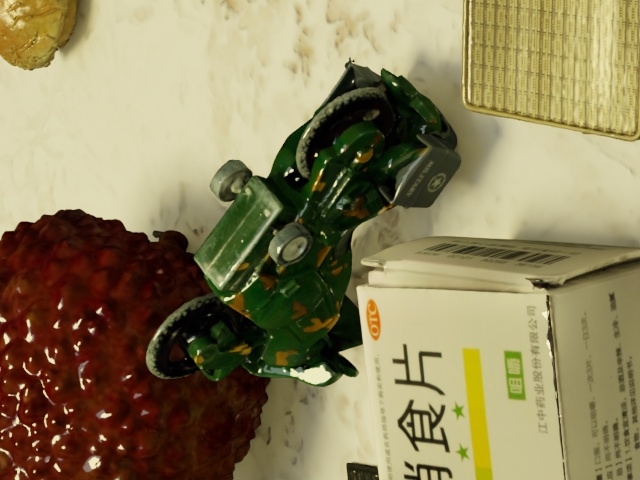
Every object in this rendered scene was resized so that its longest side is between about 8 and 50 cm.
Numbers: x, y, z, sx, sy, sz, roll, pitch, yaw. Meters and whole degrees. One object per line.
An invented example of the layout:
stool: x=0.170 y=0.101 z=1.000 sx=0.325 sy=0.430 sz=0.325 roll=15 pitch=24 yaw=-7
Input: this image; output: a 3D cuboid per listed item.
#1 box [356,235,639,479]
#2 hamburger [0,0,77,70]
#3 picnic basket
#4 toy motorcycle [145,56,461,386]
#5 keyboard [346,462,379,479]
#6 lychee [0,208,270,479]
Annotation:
box: x=0.143 y=0.162 z=1.259 sx=0.173 sy=0.145 sz=0.333 roll=1 pitch=101 yaw=47
hamburger: x=-0.251 y=-0.239 z=1.658 sx=0.102 sy=0.087 sz=0.176 roll=-20 pitch=82 yaw=51
picnic basket: x=0.167 y=-0.129 z=1.211 sx=0.164 sy=0.079 sz=0.115 roll=16 pitch=111 yaw=46
toy motorcycle: x=0.000 y=0.000 z=1.384 sx=0.275 sy=0.187 sz=0.125 roll=-53 pitch=56 yaw=19
keyboard: x=0.051 y=0.271 z=1.493 sx=0.067 sy=0.011 sz=0.202 roll=2 pitch=100 yaw=50
lychee: x=-0.170 y=0.103 z=1.535 sx=0.264 sy=0.300 sz=0.264 roll=17 pitch=148 yaw=11
